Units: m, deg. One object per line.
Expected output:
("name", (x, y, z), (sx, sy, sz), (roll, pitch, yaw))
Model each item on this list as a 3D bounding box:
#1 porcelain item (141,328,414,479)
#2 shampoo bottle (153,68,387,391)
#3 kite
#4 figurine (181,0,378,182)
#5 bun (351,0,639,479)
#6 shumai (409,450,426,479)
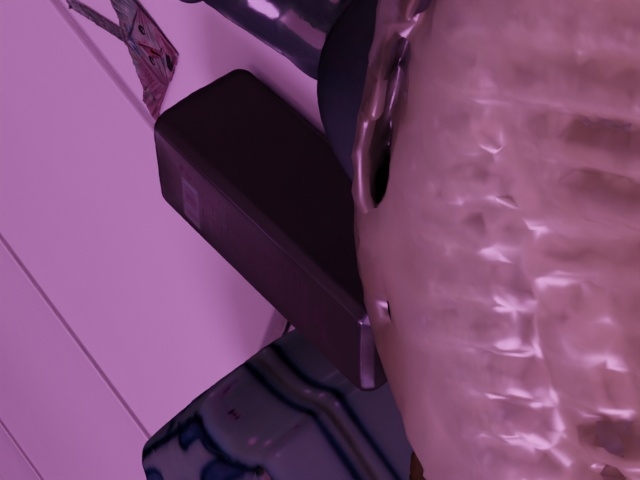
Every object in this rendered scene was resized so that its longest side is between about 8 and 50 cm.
("porcelain item", (0.016, 0.207, 1.156), (0.286, 0.157, 0.281), (57, 155, 2))
("shampoo bottle", (0.000, 0.000, 1.029), (0.246, 0.079, 0.080), (43, 153, 30))
("kite", (-0.140, -0.143, 1.219), (0.152, 0.005, 0.137), (25, 140, 52))
("figurine", (0.024, -0.108, 0.792), (0.265, 0.140, 0.193), (30, 132, 5))
("bun", (0.179, 0.010, 0.526), (0.360, 0.211, 0.359), (27, 130, 38))
("shumai", (0.159, 0.089, 0.798), (0.222, 0.203, 0.272), (44, 119, -4))
